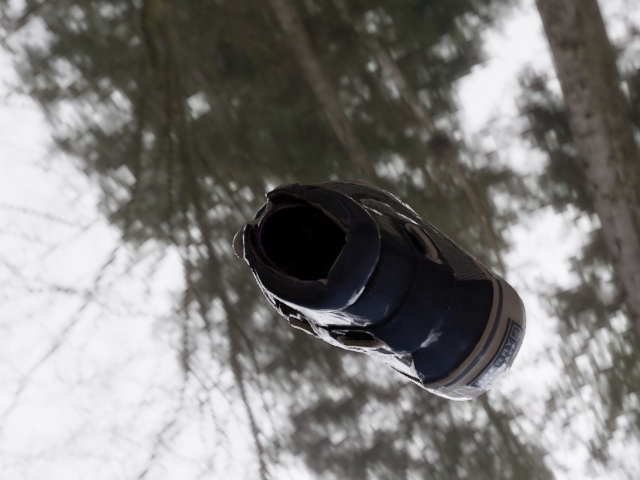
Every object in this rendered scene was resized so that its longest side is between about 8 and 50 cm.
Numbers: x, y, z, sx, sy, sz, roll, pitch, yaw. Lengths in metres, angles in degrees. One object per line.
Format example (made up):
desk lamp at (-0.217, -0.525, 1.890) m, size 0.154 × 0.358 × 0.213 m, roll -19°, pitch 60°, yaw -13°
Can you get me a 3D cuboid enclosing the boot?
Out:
boot at (0.000, 0.000, 0.736) m, size 0.069 × 0.086 × 0.190 m, roll -60°, pitch -150°, yaw -4°
